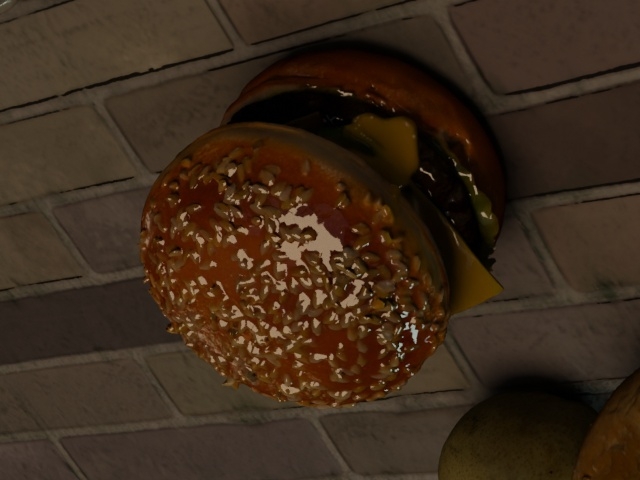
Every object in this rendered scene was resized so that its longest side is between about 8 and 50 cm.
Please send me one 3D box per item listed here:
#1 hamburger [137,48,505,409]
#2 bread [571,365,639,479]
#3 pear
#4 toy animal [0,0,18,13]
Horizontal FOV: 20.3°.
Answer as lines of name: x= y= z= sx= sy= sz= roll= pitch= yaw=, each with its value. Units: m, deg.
hamburger: x=0.000 y=0.000 z=1.466 sx=0.291 sy=0.225 sz=0.291 roll=17 pitch=135 yaw=18
bread: x=0.322 y=0.184 z=1.450 sx=0.195 sy=0.176 sz=0.246 roll=9 pitch=131 yaw=-20
pear: x=0.186 y=0.215 z=1.613 sx=0.167 sy=0.136 sz=0.167 roll=22 pitch=140 yaw=20
toy animal: x=-0.332 y=-0.230 z=1.507 sx=0.127 sy=0.193 sz=0.178 roll=-3 pitch=135 yaw=38
